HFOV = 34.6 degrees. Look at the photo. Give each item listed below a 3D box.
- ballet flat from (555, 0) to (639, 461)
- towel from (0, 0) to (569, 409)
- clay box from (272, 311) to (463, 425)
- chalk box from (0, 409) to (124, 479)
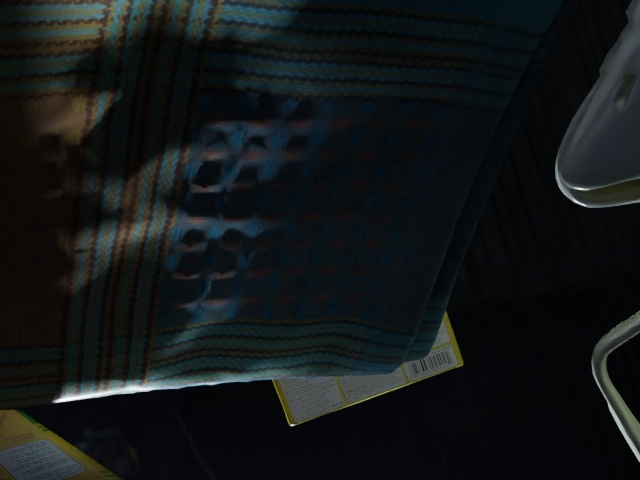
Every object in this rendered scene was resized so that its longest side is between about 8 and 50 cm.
[{"bbox_3d":[0.208,0.019,0.479,0.182,0.482,0.164,-15,180,27],"label":"ballet flat"},{"bbox_3d":[-0.094,-0.029,0.337,0.370,0.040,0.271,-4,135,-24],"label":"towel"},{"bbox_3d":[0.000,0.000,0.686,0.127,0.222,0.053,-20,-165,0],"label":"clay box"},{"bbox_3d":[-0.151,0.195,0.407,0.132,0.213,0.132,-10,-163,-41],"label":"chalk box"}]
